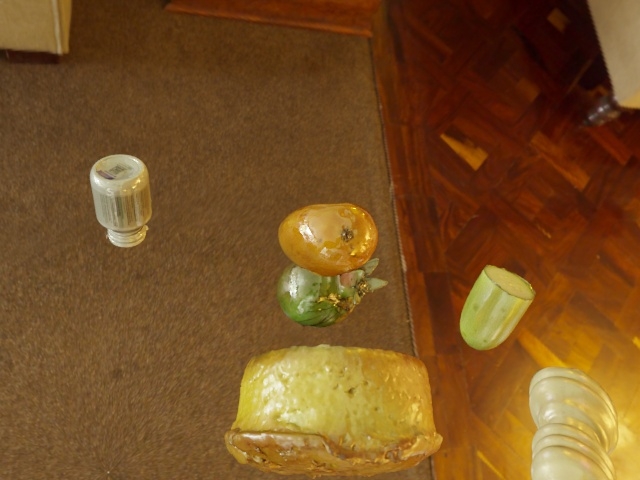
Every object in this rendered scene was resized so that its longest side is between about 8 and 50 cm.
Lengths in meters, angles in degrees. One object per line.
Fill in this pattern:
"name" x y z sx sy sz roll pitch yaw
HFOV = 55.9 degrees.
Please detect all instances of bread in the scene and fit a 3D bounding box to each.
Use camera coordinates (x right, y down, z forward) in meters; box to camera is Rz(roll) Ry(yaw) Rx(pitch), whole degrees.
"bread" 0.027 0.318 1.096 0.398 0.398 0.215 8 67 -16

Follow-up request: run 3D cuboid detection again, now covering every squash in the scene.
"squash" 0.354 0.151 1.262 0.123 0.186 0.123 16 31 -10

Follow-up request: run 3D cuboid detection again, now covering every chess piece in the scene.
"chess piece" 0.343 0.304 0.828 0.307 0.124 0.138 -36 114 -62

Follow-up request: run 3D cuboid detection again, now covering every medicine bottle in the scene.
"medicine bottle" -0.489 -0.092 1.497 0.135 0.215 0.135 4 41 -4

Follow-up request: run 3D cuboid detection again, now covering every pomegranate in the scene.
"pomegranate" 0.020 0.085 1.067 0.152 0.191 0.131 -1 78 -59

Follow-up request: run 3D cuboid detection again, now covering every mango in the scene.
"mango" 0.000 0.003 0.739 0.105 0.159 0.084 14 69 -26
